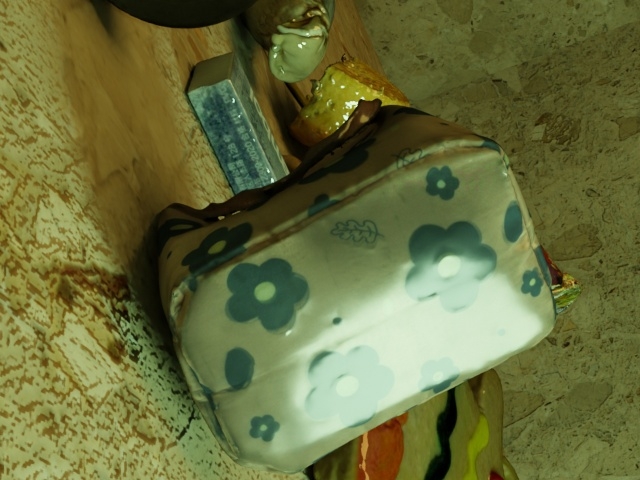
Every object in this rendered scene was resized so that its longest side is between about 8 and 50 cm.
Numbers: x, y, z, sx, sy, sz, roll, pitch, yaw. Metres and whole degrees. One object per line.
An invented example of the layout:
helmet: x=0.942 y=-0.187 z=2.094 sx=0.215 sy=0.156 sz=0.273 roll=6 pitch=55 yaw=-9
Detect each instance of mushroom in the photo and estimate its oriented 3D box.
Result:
mushroom: x=-0.041 y=-0.317 z=1.394 sx=0.397 sy=0.126 sz=0.177 roll=-80 pitch=156 yaw=-76

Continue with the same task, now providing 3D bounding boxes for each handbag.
handbag: x=0.010 y=0.016 z=0.719 sx=0.190 sy=0.251 sz=0.193 roll=66 pitch=-6 yaw=-24

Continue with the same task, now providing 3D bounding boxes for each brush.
brush: x=-0.028 y=-0.220 z=1.590 sx=0.205 sy=0.011 sz=0.083 roll=51 pitch=23 yaw=-61

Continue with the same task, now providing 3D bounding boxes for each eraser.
eraser: x=-0.067 y=-0.080 z=1.021 sx=0.092 sy=0.046 sz=0.212 roll=-91 pitch=159 yaw=-62

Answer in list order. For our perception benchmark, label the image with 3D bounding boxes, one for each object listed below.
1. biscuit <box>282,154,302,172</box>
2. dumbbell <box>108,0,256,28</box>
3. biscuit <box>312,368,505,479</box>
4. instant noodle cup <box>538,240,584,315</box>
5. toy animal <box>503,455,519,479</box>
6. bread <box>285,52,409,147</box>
biscuit: x=0.001 y=0.000 z=1.142 sx=0.224 sy=0.033 sz=0.144 roll=68 pitch=-17 yaw=2
dumbbell: x=-0.104 y=-0.306 z=0.878 sx=0.406 sy=0.179 sz=0.179 roll=-87 pitch=156 yaw=-63
biscuit: x=0.130 y=0.221 z=1.095 sx=0.394 sy=0.076 sz=0.368 roll=63 pitch=34 yaw=-36
instant noodle cup: x=0.258 y=0.050 z=1.792 sx=0.266 sy=0.340 sz=0.340 roll=66 pitch=8 yaw=18
toy animal: x=0.208 y=0.365 z=1.320 sx=0.180 sy=0.181 sz=0.363 roll=-21 pitch=93 yaw=-88
bread: x=0.049 y=-0.180 z=1.432 sx=0.139 sy=0.143 sz=0.229 roll=29 pitch=19 yaw=6
